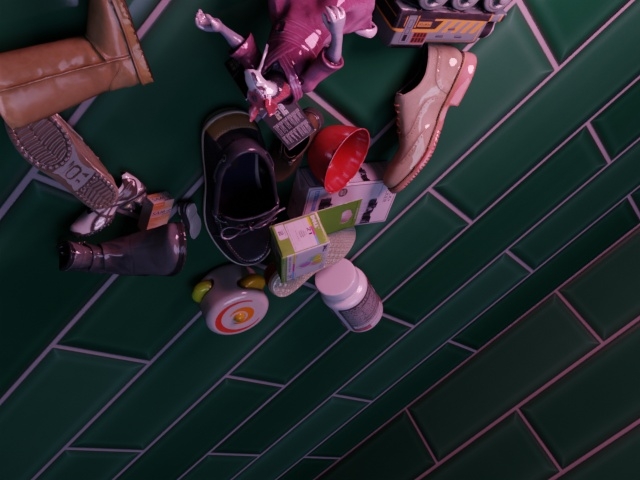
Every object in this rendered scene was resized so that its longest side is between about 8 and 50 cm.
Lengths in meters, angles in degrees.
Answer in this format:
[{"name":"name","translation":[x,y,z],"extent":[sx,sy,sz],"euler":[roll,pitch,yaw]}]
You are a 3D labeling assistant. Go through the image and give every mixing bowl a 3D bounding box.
[{"name":"mixing bowl","translation":[0.031,-0.219,1.409],"extent":[0.181,0.098,0.181],"euler":[-44,155,-26]}]

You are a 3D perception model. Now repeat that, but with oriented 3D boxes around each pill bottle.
[{"name":"pill bottle","translation":[0.095,0.181,1.868],"extent":[0.161,0.161,0.283],"euler":[-32,142,2]}]

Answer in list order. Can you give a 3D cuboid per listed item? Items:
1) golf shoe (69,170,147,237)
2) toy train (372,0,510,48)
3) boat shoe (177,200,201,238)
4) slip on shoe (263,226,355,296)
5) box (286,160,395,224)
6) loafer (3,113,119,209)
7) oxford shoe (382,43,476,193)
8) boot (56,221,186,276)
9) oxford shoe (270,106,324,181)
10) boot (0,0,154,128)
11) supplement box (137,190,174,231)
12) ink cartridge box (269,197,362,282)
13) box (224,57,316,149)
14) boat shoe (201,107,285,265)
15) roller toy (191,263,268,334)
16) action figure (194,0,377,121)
[{"name":"golf shoe","translation":[-0.494,-0.086,1.270],"extent":[0.198,0.077,0.093],"euler":[-35,131,-5]},{"name":"toy train","translation":[0.273,-0.520,1.235],"extent":[0.334,0.142,0.190],"euler":[-10,150,-27]},{"name":"boat shoe","translation":[-0.335,-0.053,1.429],"extent":[0.125,0.038,0.046],"euler":[89,25,-54]},{"name":"slip on shoe","translation":[-0.032,0.041,1.679],"extent":[0.331,0.101,0.123],"euler":[-36,128,-18]},{"name":"box","translation":[0.066,-0.124,1.568],"extent":[0.290,0.087,0.169],"euler":[-8,137,-27]},{"name":"loafer","translation":[-0.521,-0.174,1.134],"extent":[0.102,0.092,0.268],"euler":[-36,126,-4]},{"name":"oxford shoe","translation":[0.237,-0.312,1.436],"extent":[0.147,0.140,0.396],"euler":[20,109,-13]},{"name":"boot","translation":[-0.459,0.032,1.271],"extent":[0.223,0.118,0.338],"euler":[3,164,-38]},{"name":"oxford shoe","translation":[-0.079,-0.214,1.345],"extent":[0.083,0.096,0.227],"euler":[32,133,-2]},{"name":"boot","translation":[-0.455,-0.337,0.973],"extent":[0.270,0.089,0.236],"euler":[-19,123,-9]},{"name":"supplement box","translation":[-0.398,-0.067,1.357],"extent":[0.062,0.036,0.098],"euler":[-24,149,-48]},{"name":"ink cartridge box","translation":[0.000,0.000,1.485],"extent":[0.256,0.096,0.188],"euler":[-19,159,-11]},{"name":"box","translation":[-0.106,-0.307,1.204],"extent":[0.078,0.147,0.180],"euler":[-36,141,8]},{"name":"boat shoe","translation":[-0.191,-0.087,1.392],"extent":[0.187,0.156,0.499],"euler":[-19,142,-17]},{"name":"roller toy","translation":[-0.254,0.177,1.648],"extent":[0.210,0.146,0.191],"euler":[-23,142,-10]},{"name":"action figure","translation":[-0.057,-0.373,1.056],"extent":[0.275,0.248,0.369],"euler":[64,46,-71]}]
